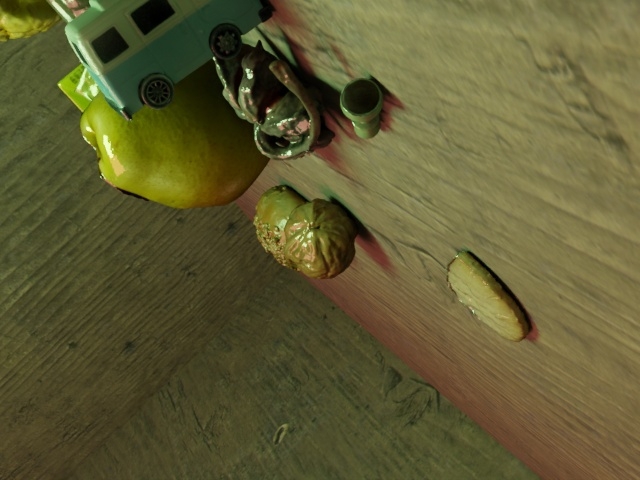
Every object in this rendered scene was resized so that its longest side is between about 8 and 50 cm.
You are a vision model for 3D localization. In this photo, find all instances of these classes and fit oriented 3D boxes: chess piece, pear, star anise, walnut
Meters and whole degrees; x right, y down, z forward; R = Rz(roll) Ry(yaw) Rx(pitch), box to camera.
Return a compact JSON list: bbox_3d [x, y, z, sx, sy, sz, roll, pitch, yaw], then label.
[{"bbox_3d":[0.064,-0.176,1.024,0.059,0.059,0.149,44,177,15],"label":"chess piece"},{"bbox_3d":[-0.240,-0.244,1.366,0.191,0.386,0.340,-41,75,48],"label":"pear"},{"bbox_3d":[-0.087,-0.231,1.199,0.316,0.139,0.359,34,173,34],"label":"star anise"},{"bbox_3d":[0.000,0.000,1.798,0.198,0.198,0.245,44,169,14],"label":"walnut"}]

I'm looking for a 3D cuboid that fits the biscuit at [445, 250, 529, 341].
[{"bbox_3d":[0.294,0.102,1.301,0.265,0.040,0.188,51,169,-35],"label":"biscuit"}]

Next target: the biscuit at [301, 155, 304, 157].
[{"bbox_3d":[-0.085,-0.241,1.588,0.133,0.027,0.184,45,171,13],"label":"biscuit"}]

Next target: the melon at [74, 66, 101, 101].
[{"bbox_3d":[-0.404,-0.414,1.580,0.226,0.343,0.331,-5,-128,-50],"label":"melon"}]

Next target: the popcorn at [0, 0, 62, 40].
[{"bbox_3d":[-0.637,-0.591,1.361,0.354,0.344,0.390,15,138,14],"label":"popcorn"}]

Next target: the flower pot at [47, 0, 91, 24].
[{"bbox_3d":[-0.372,-0.467,1.243,0.302,0.213,0.302,46,172,8],"label":"flower pot"}]

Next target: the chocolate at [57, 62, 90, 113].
[{"bbox_3d":[-0.463,-0.394,1.849,0.288,0.301,0.137,50,-174,-27],"label":"chocolate"}]

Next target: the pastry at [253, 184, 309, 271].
[{"bbox_3d":[-0.095,-0.025,2.188,0.284,0.184,0.316,49,172,-16],"label":"pastry"}]

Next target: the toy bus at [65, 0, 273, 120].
[{"bbox_3d":[-0.225,-0.318,1.048,0.133,0.271,0.164,36,161,55],"label":"toy bus"}]
